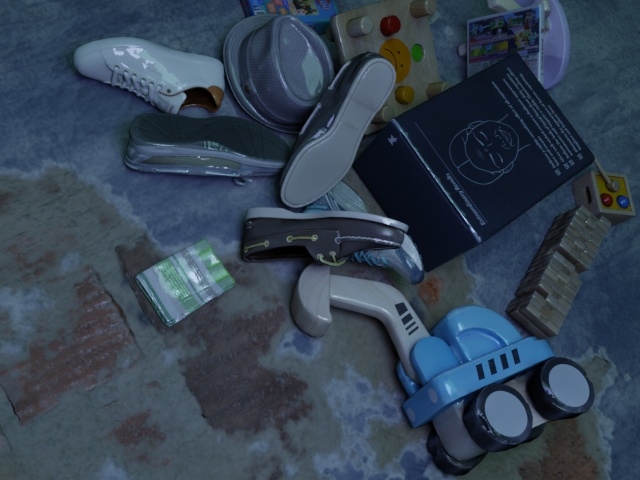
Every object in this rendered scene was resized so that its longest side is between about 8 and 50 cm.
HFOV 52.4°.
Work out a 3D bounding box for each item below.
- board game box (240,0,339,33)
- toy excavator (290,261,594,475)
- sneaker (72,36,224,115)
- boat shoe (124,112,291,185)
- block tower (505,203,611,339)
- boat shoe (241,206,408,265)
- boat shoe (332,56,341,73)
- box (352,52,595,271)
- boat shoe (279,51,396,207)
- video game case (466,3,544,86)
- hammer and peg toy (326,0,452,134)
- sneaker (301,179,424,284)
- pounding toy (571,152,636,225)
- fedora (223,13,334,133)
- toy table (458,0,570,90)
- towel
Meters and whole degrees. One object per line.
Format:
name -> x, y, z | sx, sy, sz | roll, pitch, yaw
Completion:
board game box -> -0.074, -0.544, 1.469 | 0.210, 0.047, 0.160 | -11, 75, -24
toy excavator -> 0.207, 0.208, 1.234 | 0.433, 0.222, 0.445 | -15, 63, -24
sneaker -> -0.324, -0.307, 1.252 | 0.290, 0.106, 0.123 | 2, 68, -21
boat shoe -> -0.211, -0.170, 1.260 | 0.321, 0.103, 0.118 | 1, 51, -26
block tower -> 0.529, 0.063, 1.448 | 0.097, 0.091, 0.335 | 41, 62, -3
boat shoe -> 0.000, 0.000, 1.183 | 0.325, 0.116, 0.096 | 4, 75, 25
boat shoe -> 0.098, -0.434, 1.490 | 0.184, 0.066, 0.063 | -42, 90, -18
box -> 0.326, -0.168, 1.389 | 0.396, 0.212, 0.293 | -31, 84, -28
boat shoe -> 0.024, -0.215, 1.267 | 0.112, 0.095, 0.335 | 29, 102, -32
video game case -> 0.423, -0.432, 1.499 | 0.023, 0.201, 0.183 | -8, 100, -37
hammer and peg toy -> 0.131, -0.430, 1.378 | 0.266, 0.127, 0.361 | -28, 113, -29
sneaker -> 0.078, 0.007, 1.277 | 0.122, 0.110, 0.283 | -42, 65, -18
pounding toy -> 0.683, -0.122, 1.569 | 0.130, 0.100, 0.141 | 4, 70, -20
fedora -> -0.064, -0.362, 1.336 | 0.244, 0.124, 0.275 | -15, 88, -25
toy table -> 0.478, -0.498, 1.565 | 0.161, 0.252, 0.274 | -9, 74, -38
towel -> -0.245, 0.073, 1.189 | 0.152, 0.023, 0.113 | -32, 85, -28
